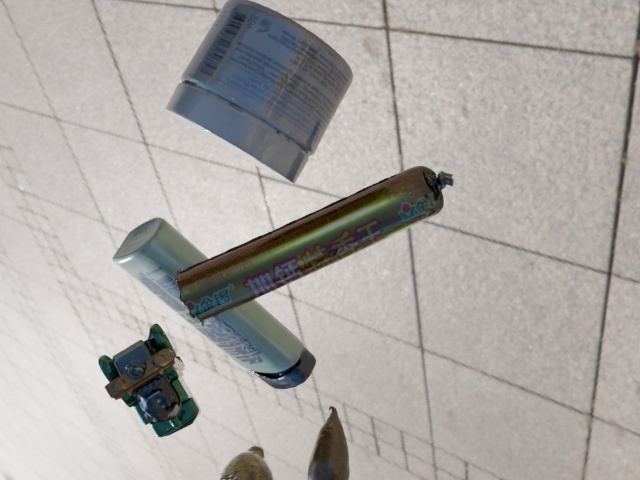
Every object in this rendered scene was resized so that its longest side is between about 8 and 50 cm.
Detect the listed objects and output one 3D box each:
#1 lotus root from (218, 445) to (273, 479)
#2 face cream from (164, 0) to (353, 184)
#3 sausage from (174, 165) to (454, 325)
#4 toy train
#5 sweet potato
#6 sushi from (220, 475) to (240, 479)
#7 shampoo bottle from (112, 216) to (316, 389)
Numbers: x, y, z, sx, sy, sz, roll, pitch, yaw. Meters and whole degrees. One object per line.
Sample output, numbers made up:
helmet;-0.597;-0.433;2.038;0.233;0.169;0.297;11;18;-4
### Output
lotus root;-0.156;0.517;1.441;0.138;0.214;0.138;0;114;0
face cream;-0.069;-0.173;0.809;0.177;0.153;0.177;29;179;0
sausage;0.000;0.000;0.876;0.082;0.371;0.082;-24;-90;-86
toy train;-0.217;0.193;0.913;0.136;0.091;0.228;57;167;6
sweet potato;0.010;0.422;1.179;0.074;0.270;0.075;10;167;2
sushi;-0.170;0.372;0.816;0.147;0.212;0.115;112;135;-69
shampoo bottle;-0.162;0.112;1.085;0.134;0.078;0.359;-18;128;40
